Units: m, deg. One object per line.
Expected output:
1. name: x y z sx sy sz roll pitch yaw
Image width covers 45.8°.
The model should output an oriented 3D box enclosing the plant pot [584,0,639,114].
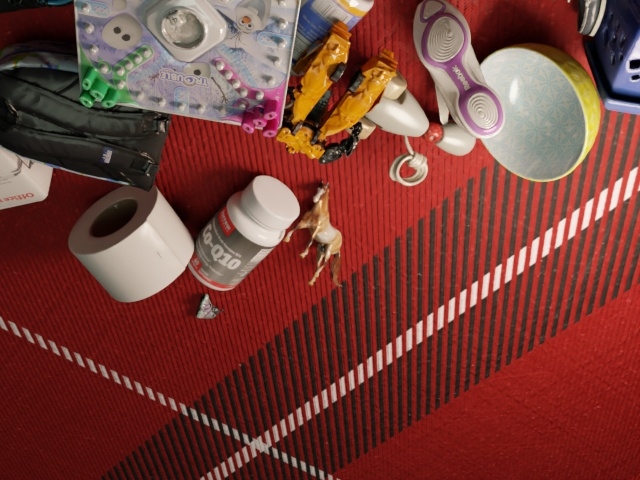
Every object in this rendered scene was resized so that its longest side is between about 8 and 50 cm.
1. plant pot: 0.653 -0.374 1.471 0.236 0.236 0.212 6 138 -5

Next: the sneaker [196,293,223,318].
1. sneaker: -0.302 0.185 2.099 0.069 0.038 0.098 13 140 -12

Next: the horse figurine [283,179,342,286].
1. horse figurine: 0.000 0.000 1.871 0.066 0.174 0.263 9 145 34

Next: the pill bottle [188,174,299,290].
1. pill bottle: -0.189 -0.018 1.833 0.161 0.161 0.283 30 125 -23

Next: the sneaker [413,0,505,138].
1. sneaker: 0.265 -0.340 1.543 0.114 0.152 0.305 -24 92 1

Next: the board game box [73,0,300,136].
1. board game box: -0.240 -0.370 1.329 0.390 0.050 0.390 9 134 -4

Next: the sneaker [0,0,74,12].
1. sneaker: -0.536 -0.500 1.430 0.341 0.139 0.125 -12 132 13

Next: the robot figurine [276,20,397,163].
1. robot figurine: 0.012 -0.274 1.478 0.211 0.085 0.291 28 135 -16

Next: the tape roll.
1. tape roll: -0.446 0.002 1.801 0.246 0.246 0.169 -18 129 16

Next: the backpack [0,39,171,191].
1. backpack: -0.513 -0.275 1.576 0.356 0.273 0.290 -1 133 -26

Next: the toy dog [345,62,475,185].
1. toy dog: 0.176 -0.286 1.631 0.220 0.161 0.334 -30 139 21

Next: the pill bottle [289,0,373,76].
1. pill bottle: -0.039 -0.421 1.484 0.152 0.152 0.272 34 124 -25

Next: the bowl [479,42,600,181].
1. bowl: 0.470 -0.284 1.572 0.156 0.289 0.289 -31 140 -30

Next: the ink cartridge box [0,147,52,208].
1. ink cartridge box: -0.755 -0.192 1.676 0.199 0.114 0.273 -10 147 12

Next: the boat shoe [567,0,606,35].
1. boat shoe: 0.502 -0.511 1.434 0.079 0.095 0.254 -4 130 2
